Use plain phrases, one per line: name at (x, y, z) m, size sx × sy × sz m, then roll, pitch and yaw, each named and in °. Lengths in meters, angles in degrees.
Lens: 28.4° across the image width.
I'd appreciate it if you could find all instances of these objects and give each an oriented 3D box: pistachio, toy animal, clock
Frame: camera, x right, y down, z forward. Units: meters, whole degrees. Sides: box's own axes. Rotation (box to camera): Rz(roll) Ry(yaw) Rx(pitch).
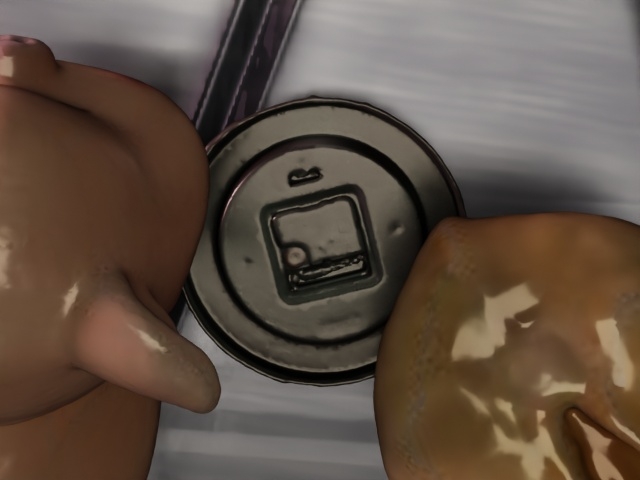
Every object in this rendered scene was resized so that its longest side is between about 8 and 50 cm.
pistachio at (0.153, 0.110, 0.718) m, size 0.230 × 0.230 × 0.309 m, roll -37°, pitch 128°, yaw 6°
toy animal at (-0.174, 0.050, 0.693) m, size 0.237 × 0.269 × 0.326 m, roll 5°, pitch 104°, yaw -6°
clock at (0.000, 0.000, 0.796) m, size 0.184 × 0.040 × 0.184 m, roll 0°, pitch 101°, yaw 0°
